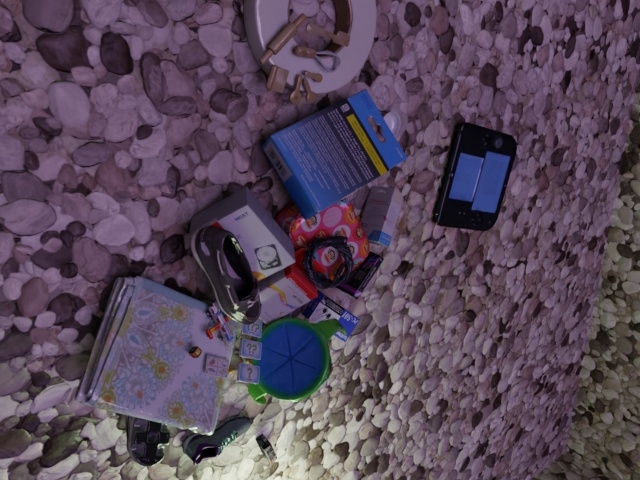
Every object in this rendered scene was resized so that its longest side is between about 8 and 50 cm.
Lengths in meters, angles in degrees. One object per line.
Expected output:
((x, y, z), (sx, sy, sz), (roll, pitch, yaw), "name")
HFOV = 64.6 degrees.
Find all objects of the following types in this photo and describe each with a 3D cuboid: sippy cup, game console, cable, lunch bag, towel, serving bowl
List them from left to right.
((-0.391, 0.292, 1.285), (0.374, 0.090, 0.321), (32, 58, -37), "towel")
((-0.066, 0.367, 1.537), (0.224, 0.305, 0.240), (56, 29, -68), "sippy cup")
((0.000, 0.000, 1.530), (0.258, 0.120, 0.293), (-40, 126, -18), "lunch bag")
((0.018, 0.066, 1.459), (0.184, 0.047, 0.151), (-12, 106, -40), "cable")
((0.217, -0.370, 1.617), (0.083, 0.027, 0.084), (-14, 115, -32), "serving bowl")
((0.596, -0.232, 1.935), (0.341, 0.060, 0.387), (3, 104, -38), "game console")

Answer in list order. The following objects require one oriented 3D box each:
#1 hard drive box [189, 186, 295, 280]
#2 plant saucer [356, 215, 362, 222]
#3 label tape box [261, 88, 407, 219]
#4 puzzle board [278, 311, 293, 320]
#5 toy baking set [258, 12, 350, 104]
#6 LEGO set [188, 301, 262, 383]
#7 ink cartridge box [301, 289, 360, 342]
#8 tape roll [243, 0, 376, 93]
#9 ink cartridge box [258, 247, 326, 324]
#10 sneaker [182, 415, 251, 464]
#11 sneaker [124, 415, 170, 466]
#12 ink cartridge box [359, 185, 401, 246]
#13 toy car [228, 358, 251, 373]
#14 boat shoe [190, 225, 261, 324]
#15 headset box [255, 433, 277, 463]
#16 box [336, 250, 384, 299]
((-0.203, -0.001, 1.346), (0.181, 0.089, 0.232), (-28, 127, 14), "hard drive box")
((0.121, -0.040, 1.676), (0.083, 0.013, 0.084), (-13, 114, -32), "plant saucer")
((0.042, -0.241, 1.416), (0.333, 0.106, 0.241), (-32, 91, -24), "label tape box")
((-0.113, 0.202, 1.590), (0.096, 0.011, 0.128), (40, 81, -39), "puzzle board")
((-0.040, -0.469, 1.297), (0.256, 0.030, 0.196), (-52, 135, -1), "toy baking set")
((-0.236, 0.274, 1.351), (0.244, 0.060, 0.183), (28, 56, -44), "LEGO set")
((0.038, 0.257, 1.702), (0.207, 0.046, 0.097), (39, 83, -39), "ink cartridge box")
((-0.016, -0.589, 1.334), (0.391, 0.072, 0.393), (-13, 114, -32), "tape roll")
((-0.103, 0.135, 1.461), (0.231, 0.078, 0.134), (-32, 130, 16), "ink cartridge box")
((-0.300, 0.618, 1.545), (0.223, 0.098, 0.083), (-15, 115, -32), "sneaker")
((-0.457, 0.411, 1.349), (0.122, 0.146, 0.331), (24, 66, -35), "sneaker")
((0.193, -0.080, 1.645), (0.061, 0.104, 0.182), (24, 82, -44), "ink cartridge box")
((-0.228, 0.397, 1.556), (0.121, 0.040, 0.060), (-19, 117, -31), "toy car")
((-0.214, 0.102, 1.287), (0.112, 0.095, 0.335), (-64, 142, -40), "boat shoe")
((-0.179, 0.697, 1.689), (0.032, 0.062, 0.083), (-29, 123, -25), "headset box")
((0.122, 0.103, 1.663), (0.029, 0.116, 0.162), (40, 81, -41), "box")
